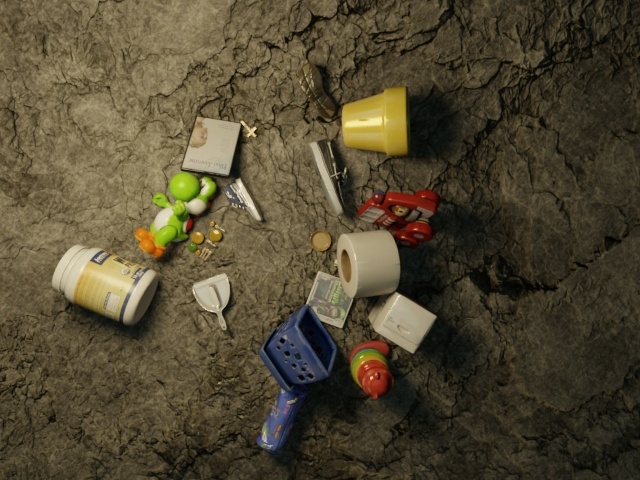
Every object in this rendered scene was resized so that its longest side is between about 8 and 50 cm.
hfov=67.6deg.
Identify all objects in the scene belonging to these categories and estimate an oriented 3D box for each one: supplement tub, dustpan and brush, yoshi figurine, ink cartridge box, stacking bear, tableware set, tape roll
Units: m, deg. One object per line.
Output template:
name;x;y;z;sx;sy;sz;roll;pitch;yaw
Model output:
supplement tub;-0.803;0.163;1.799;0.316;0.228;0.228;23;93;-4
dustpan and brush;-0.412;0.253;1.904;0.147;0.060;0.211;-20;95;0
yoshi figurine;-0.562;-0.123;1.807;0.203;0.203;0.362;43;89;2
ink cartridge box;0.309;0.296;1.848;0.171;0.232;0.168;30;93;-5
stacking bear;0.202;0.506;1.832;0.164;0.289;0.175;8;94;-3
tableware set;-0.457;-0.006;1.903;0.104;0.024;0.154;33;94;-1
tape roll;0.175;0.086;1.801;0.169;0.246;0.246;-6;95;-14

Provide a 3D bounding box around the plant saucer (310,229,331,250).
plant saucer;0.000;0.000;1.921;0.083;0.015;0.083;0;95;-2

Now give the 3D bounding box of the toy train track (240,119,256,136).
toy train track;-0.282;-0.439;1.878;0.048;0.014;0.083;-43;89;9

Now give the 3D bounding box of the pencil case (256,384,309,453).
pencil case;-0.149;0.701;1.915;0.119;0.133;0.306;23;95;-13

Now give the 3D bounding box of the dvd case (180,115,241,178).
dvd case;-0.413;-0.357;1.813;0.180;0.022;0.253;9;64;-3

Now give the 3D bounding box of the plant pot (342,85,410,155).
plant pot;0.211;-0.439;1.792;0.239;0.254;0.254;0;95;14

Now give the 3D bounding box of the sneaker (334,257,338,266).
sneaker;0.093;0.103;1.930;0.083;0.032;0.037;29;113;-4

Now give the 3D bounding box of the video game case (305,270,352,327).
video game case;0.040;0.240;1.939;0.173;0.022;0.190;20;93;-4

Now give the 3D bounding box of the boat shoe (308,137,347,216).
boat shoe;0.051;-0.249;1.858;0.105;0.113;0.306;-19;80;-6

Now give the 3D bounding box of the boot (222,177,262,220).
boot;-0.305;-0.146;1.879;0.086;0.069;0.190;-29;87;7

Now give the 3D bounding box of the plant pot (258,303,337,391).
plant pot;-0.092;0.422;1.844;0.212;0.236;0.236;-33;96;16

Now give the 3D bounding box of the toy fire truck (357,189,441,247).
toy fire truck;0.291;-0.102;1.790;0.254;0.302;0.169;18;73;-8

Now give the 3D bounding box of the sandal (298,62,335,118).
sandal;-0.013;-0.579;1.858;0.090;0.060;0.219;-32;109;7
